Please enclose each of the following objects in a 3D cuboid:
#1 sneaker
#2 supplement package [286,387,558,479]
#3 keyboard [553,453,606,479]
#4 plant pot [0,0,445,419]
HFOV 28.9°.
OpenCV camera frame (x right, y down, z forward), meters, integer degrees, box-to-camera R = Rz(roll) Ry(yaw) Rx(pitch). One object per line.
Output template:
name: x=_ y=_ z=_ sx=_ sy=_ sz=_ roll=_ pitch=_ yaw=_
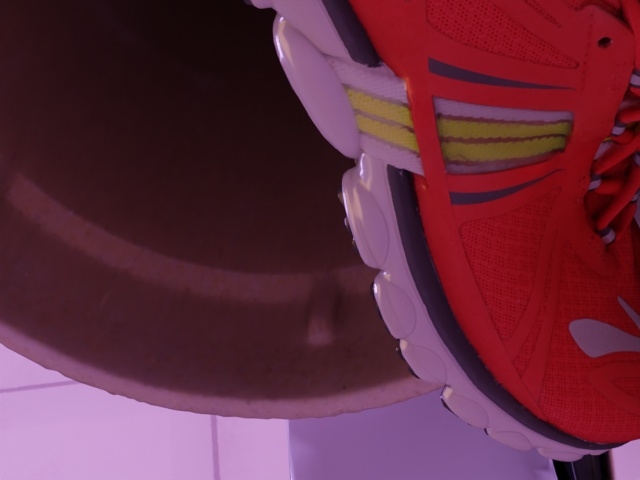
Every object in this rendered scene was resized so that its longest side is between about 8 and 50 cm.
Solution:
sneaker: x=0.065 y=-0.042 z=0.355 sx=0.279 sy=0.118 sz=0.107 roll=59 pitch=-142 yaw=-29
supplement package: x=0.078 y=0.213 z=0.737 sx=0.194 sy=0.149 sz=0.203 roll=-98 pitch=-7 yaw=-57
keyboard: x=0.141 y=0.110 z=0.721 sx=0.180 sy=0.023 sz=0.108 roll=-56 pitch=-47 yaw=-87
plant pot: x=-0.025 y=-0.142 z=0.574 sx=0.305 sy=0.334 sz=0.334 roll=-76 pitch=-18 yaw=-51
